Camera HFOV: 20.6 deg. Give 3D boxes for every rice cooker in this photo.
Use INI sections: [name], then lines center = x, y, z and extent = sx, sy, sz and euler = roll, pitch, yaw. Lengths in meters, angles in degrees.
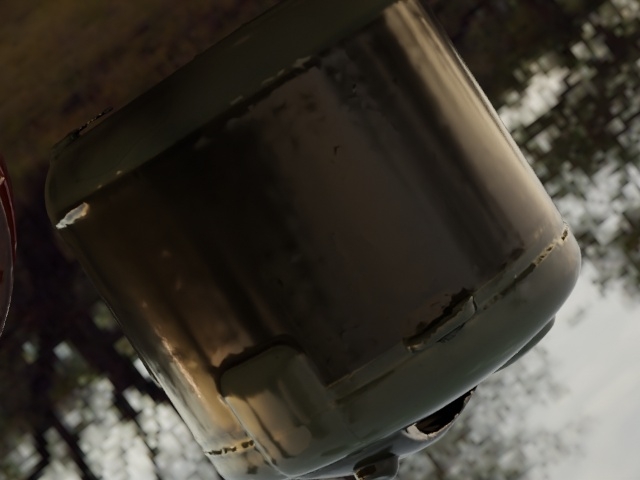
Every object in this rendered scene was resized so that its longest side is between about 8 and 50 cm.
[rice cooker]
center = 0.000, 0.000, 1.269
extent = 0.335, 0.325, 0.335
euler = -33, -174, 4

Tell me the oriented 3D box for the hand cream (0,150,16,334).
[hand cream]
center = -0.270, -0.001, 0.924
extent = 0.230, 0.230, 0.149
euler = -37, -164, 2
